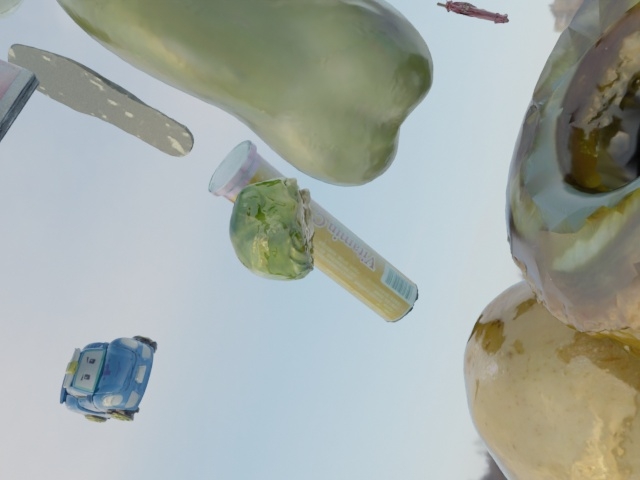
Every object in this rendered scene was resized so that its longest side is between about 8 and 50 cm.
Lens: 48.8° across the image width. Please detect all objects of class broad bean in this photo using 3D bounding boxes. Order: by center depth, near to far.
[{"bbox_3d":[-0.049,-0.146,0.475,0.121,0.263,0.189,-55,14,30],"label":"broad bean"}]

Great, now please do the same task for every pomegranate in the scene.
[{"bbox_3d":[0.279,0.151,0.675,0.307,0.307,0.307,14,-90,-69],"label":"pomegranate"}]

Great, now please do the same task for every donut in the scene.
[{"bbox_3d":[0.253,-0.078,0.477,0.160,0.330,0.330,16,-93,-28],"label":"donut"}]

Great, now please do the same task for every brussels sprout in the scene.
[{"bbox_3d":[-0.073,-0.016,1.047,0.149,0.122,0.151,70,-162,-72],"label":"brussels sprout"}]

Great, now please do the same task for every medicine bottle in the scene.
[{"bbox_3d":[0.000,0.000,1.233,0.426,0.108,0.108,39,-120,-26],"label":"medicine bottle"}]

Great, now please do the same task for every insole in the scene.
[{"bbox_3d":[-0.270,-0.175,0.876,0.081,0.248,0.011,-51,15,50],"label":"insole"}]

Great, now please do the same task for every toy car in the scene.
[{"bbox_3d":[-0.509,0.316,1.654,0.166,0.314,0.198,25,-117,-31],"label":"toy car"}]

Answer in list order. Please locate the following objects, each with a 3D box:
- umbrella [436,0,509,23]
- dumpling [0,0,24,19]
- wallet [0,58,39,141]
[{"bbox_3d":[0.269,-0.410,1.260,0.027,0.165,0.025,0,-66,-43],"label":"umbrella"},{"bbox_3d":[-0.543,-0.446,1.166,0.151,0.124,0.229,-55,24,16],"label":"dumpling"},{"bbox_3d":[-0.362,-0.074,0.627,0.025,0.119,0.232,86,-152,-69],"label":"wallet"}]
